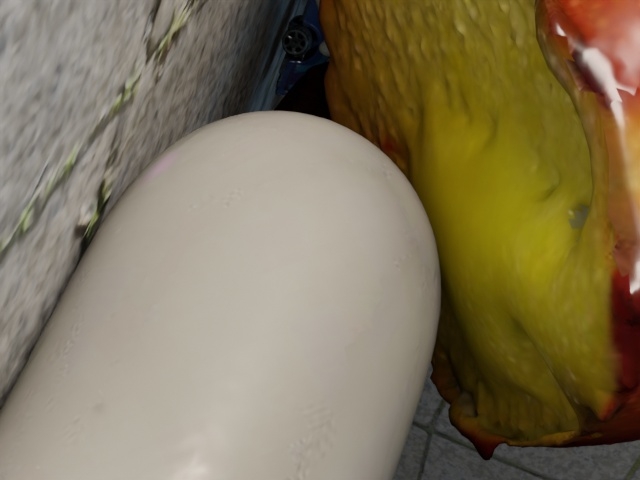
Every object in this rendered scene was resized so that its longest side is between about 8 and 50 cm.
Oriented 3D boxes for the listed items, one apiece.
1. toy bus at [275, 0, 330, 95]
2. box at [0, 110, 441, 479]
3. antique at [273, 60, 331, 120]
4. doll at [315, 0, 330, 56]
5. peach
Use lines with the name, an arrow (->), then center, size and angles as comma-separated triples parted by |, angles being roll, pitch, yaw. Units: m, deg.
toy bus -> 0.015, -0.163, 0.965 | 0.051, 0.061, 0.153 | -82, -168, -70
box -> -0.064, 0.129, 0.600 | 0.349, 0.141, 0.288 | 112, 2, -57
antique -> 0.000, 0.000, 0.876 | 0.278, 0.129, 0.223 | -55, -171, 7
doll -> 0.087, -0.229, 0.862 | 0.099, 0.188, 0.384 | -14, -146, 41
peach -> 0.109, -0.042, 0.594 | 0.281, 0.281, 0.338 | -68, 169, 24
